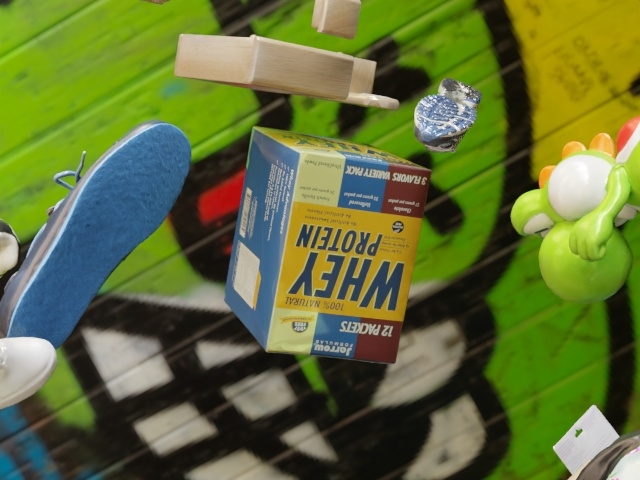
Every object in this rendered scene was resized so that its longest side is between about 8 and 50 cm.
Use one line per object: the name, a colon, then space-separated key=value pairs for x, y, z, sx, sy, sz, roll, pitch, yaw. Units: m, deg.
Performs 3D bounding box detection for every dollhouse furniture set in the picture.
dollhouse furniture set: x=-0.024 y=-0.328 z=1.333 sx=0.303 sy=0.355 sz=0.174 roll=7 pitch=6 yaw=-36

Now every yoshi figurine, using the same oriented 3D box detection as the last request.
yoshi figurine: x=0.382 y=-0.031 z=1.517 sx=0.203 sy=0.362 sz=0.203 roll=44 pitch=50 yaw=-19

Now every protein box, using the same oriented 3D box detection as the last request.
protein box: x=0.000 y=0.000 z=1.332 sx=0.201 sy=0.136 sz=0.199 roll=-144 pitch=-117 yaw=-70

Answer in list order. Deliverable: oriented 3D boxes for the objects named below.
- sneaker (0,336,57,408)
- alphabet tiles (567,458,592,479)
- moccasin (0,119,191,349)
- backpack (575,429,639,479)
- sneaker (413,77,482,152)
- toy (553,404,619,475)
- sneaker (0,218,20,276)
sneaker: x=-0.394 y=0.134 z=1.408 sx=0.094 sy=0.212 sz=0.080 roll=93 pitch=-19 yaw=-47
alphabet tiles: x=0.281 y=0.342 z=1.073 sx=0.342 sy=0.285 sz=0.011 roll=41 pitch=7 yaw=-14
moccasin: x=-0.303 y=-0.019 z=1.630 sx=0.138 sy=0.342 sz=0.117 roll=48 pitch=-16 yaw=-31
backpack: x=0.205 y=0.152 z=0.593 sx=0.152 sy=0.115 sz=0.182 roll=28 pitch=2 yaw=-10
sneaker: x=0.114 y=-0.101 z=1.182 sx=0.052 sy=0.058 sz=0.135 roll=24 pitch=26 yaw=12
toy: x=0.414 y=0.367 z=1.838 sx=0.237 sy=0.056 sz=0.137 roll=52 pitch=41 yaw=6
sneaker: x=-0.458 y=0.063 z=1.244 sx=0.147 sy=0.385 sz=0.145 roll=4 pitch=-54 yaw=43
